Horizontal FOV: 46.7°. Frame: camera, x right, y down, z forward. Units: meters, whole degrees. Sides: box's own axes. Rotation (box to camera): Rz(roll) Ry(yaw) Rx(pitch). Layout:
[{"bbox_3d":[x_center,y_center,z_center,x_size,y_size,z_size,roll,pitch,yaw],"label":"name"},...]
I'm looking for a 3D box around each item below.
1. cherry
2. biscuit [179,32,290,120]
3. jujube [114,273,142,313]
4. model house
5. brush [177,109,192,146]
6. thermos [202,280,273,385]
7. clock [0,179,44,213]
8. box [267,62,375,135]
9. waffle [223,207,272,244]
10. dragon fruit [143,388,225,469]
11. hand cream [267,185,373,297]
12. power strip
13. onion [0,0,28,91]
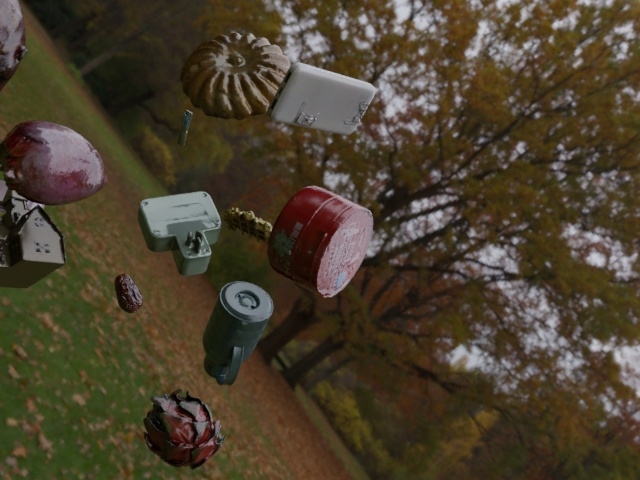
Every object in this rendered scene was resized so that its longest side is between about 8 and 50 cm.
[{"bbox_3d":[-0.571,-0.160,1.596,0.250,0.175,0.192,17,-3,-41],"label":"cherry"},{"bbox_3d":[-0.242,-0.485,2.123,0.325,0.326,0.107,51,-21,30],"label":"biscuit"},{"bbox_3d":[-0.582,0.160,2.237,0.077,0.077,0.129,46,-28,53],"label":"jujube"},{"bbox_3d":[-0.725,-0.035,1.726,0.176,0.181,0.248,12,56,-52],"label":"model house"},{"bbox_3d":[-0.285,-0.233,1.548,0.016,0.013,0.083,26,-55,5],"label":"brush"},{"bbox_3d":[-0.230,0.260,1.938,0.182,0.145,0.286,-109,-146,-46],"label":"thermos"},{"bbox_3d":[-0.971,-0.130,2.334,0.197,0.068,0.197,10,-13,2],"label":"clock"},{"bbox_3d":[0.008,-0.322,1.721,0.285,0.142,0.044,3,37,-48],"label":"box"},{"bbox_3d":[-0.217,-0.041,2.301,0.192,0.046,0.160,1,-39,48],"label":"waffle"},{"bbox_3d":[-0.328,0.450,1.759,0.188,0.182,0.182,47,-8,16],"label":"dragon fruit"},{"bbox_3d":[0.000,0.000,1.639,0.149,0.230,0.230,29,-18,27],"label":"hand cream"},{"bbox_3d":[-0.413,-0.037,2.256,0.261,0.230,0.141,63,-31,32],"label":"power strip"},{"bbox_3d":[-0.786,-0.448,1.505,0.385,0.348,0.347,51,-7,38],"label":"onion"}]
